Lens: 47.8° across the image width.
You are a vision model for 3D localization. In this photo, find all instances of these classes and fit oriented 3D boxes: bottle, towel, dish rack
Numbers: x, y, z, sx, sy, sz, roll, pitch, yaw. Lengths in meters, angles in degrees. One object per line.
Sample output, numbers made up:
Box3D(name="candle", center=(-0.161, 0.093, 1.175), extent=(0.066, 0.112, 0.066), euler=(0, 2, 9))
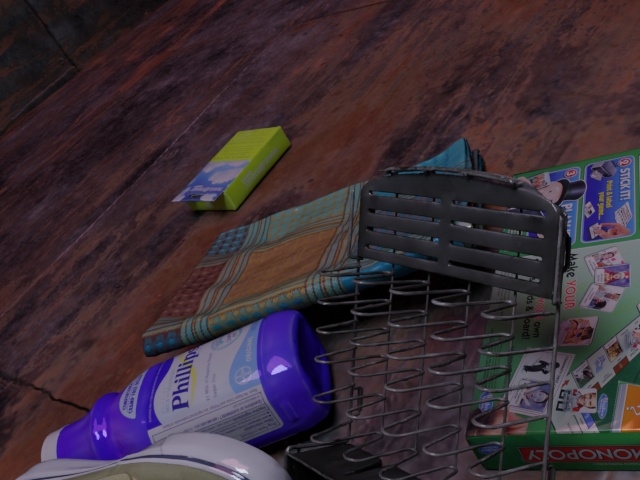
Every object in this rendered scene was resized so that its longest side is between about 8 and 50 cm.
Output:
Box3D(name="bottle", center=(-0.130, 0.164, 0.686), extent=(0.283, 0.092, 0.118), euler=(-24, 27, 13))
Box3D(name="towel", center=(0.000, 0.000, 0.805), extent=(0.370, 0.040, 0.271), euler=(-19, 19, 20))
Box3D(name="dish rack", center=(0.069, 0.085, 0.502), extent=(0.074, 0.271, 0.208), euler=(-3, 10, -42))

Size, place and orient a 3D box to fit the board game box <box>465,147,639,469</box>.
Box3D(name="board game box", center=(0.247, 0.036, 0.586), extent=(0.214, 0.046, 0.317), euler=(-10, 37, 31))

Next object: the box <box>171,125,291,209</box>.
Box3D(name="box", center=(-0.136, -0.105, 1.119), extent=(0.109, 0.042, 0.178), euler=(1, 44, 43))

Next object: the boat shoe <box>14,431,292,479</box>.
Box3D(name="boat shoe", center=(-0.158, 0.232, 0.587), extent=(0.302, 0.109, 0.094), euler=(-17, 19, 29))
